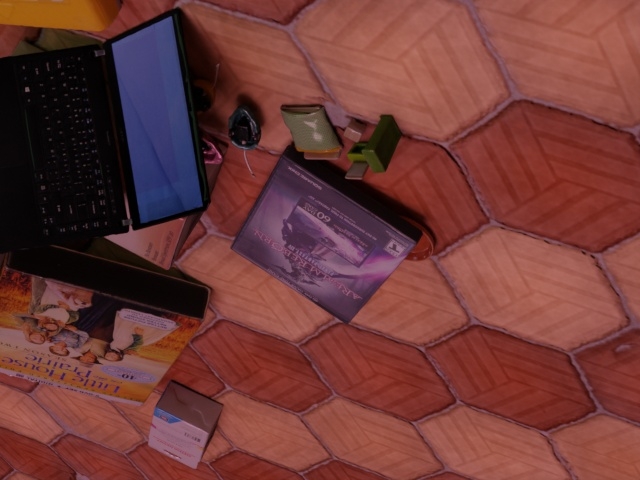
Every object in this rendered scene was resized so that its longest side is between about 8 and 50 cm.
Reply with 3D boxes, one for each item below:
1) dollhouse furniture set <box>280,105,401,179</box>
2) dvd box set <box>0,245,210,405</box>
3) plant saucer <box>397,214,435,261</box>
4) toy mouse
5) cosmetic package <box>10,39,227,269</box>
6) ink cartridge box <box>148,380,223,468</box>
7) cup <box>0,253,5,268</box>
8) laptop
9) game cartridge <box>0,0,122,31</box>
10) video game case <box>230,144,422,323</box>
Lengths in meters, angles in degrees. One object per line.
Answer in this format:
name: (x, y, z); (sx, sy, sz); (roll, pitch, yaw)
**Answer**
dollhouse furniture set: (0.016, -0.109, 1.562); (0.151, 0.059, 0.076); (4, 141, 33)
dvd box set: (-0.375, 0.139, 2.141); (0.307, 0.062, 0.420); (17, 151, -14)
plant saucer: (0.104, -0.005, 1.690); (0.083, 0.013, 0.083); (19, 147, 13)
toy mouse: (-0.121, -0.134, 1.639); (0.161, 0.031, 0.143); (-30, 115, 37)
cosmetic package: (-0.285, -0.105, 1.728); (0.296, 0.129, 0.153); (27, 150, 1)
ink cartridge box: (-0.240, 0.327, 2.388); (0.104, 0.062, 0.181); (26, 148, 3)
cup: (-0.628, -0.008, 2.027); (0.331, 0.237, 0.331); (19, 148, 13)
laptop: (-0.276, -0.122, 1.570); (0.264, 0.234, 0.136); (-9, 176, -7)
game cartridge: (-0.402, -0.373, 1.502); (0.285, 0.053, 0.324); (8, 145, 28)
video game case: (0.000, 0.000, 1.749); (0.196, 0.026, 0.274); (33, 149, -1)
